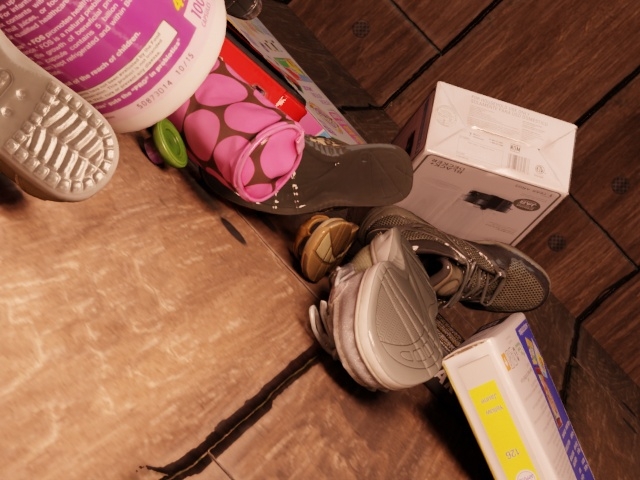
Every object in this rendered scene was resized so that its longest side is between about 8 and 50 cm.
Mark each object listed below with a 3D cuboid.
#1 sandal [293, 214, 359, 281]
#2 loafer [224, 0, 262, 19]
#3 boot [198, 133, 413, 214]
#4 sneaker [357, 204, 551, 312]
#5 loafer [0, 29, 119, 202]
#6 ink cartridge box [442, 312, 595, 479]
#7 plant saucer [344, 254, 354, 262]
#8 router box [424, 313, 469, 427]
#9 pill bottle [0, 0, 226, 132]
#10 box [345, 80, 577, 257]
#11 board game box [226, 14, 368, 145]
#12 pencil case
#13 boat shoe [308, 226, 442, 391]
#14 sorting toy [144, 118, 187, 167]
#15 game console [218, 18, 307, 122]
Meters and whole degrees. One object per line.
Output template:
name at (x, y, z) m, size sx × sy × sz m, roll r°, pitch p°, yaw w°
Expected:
sandal at (0.000, 0.000, 1.961) m, size 0.049 × 0.072 × 0.180 m, roll 32°, pitch 7°, yaw 6°
loafer at (-0.114, -0.299, 2.168) m, size 0.170 × 0.062 × 0.061 m, roll 48°, pitch 2°, yaw 38°
boot at (-0.045, -0.067, 1.969) m, size 0.236 × 0.085 × 0.178 m, roll 2°, pitch -1°, yaw -28°
sneaker at (0.153, 0.044, 2.024) m, size 0.227 × 0.087 × 0.130 m, roll 23°, pitch 22°, yaw -21°
loafer at (-0.252, -0.110, 1.300) m, size 0.251 × 0.094 × 0.087 m, roll 45°, pitch -24°, yaw -4°
ink cartridge box at (0.228, 0.232, 1.918) m, size 0.303 × 0.072 × 0.307 m, roll -11°, pitch 79°, yaw -79°
plant saucer at (0.099, 0.078, 2.216) m, size 0.192 × 0.018 × 0.067 m, roll 48°, pitch 10°, yaw -1°
router box at (0.116, 0.110, 2.063) m, size 0.179 × 0.046 × 0.133 m, roll 46°, pitch 11°, yaw -3°
pill bottle at (-0.230, -0.234, 1.589) m, size 0.301 × 0.169 × 0.169 m, roll 39°, pitch 12°, yaw -40°
box at (0.146, -0.053, 2.086) m, size 0.169 × 0.087 × 0.290 m, roll 16°, pitch -27°, yaw -11°
board game box at (-0.070, -0.211, 2.504) m, size 0.316 × 0.064 × 0.242 m, roll 50°, pitch 10°, yaw 16°
pencil case at (-0.097, -0.122, 1.812) m, size 0.209 × 0.098 × 0.095 m, roll 43°, pitch -31°, yaw 38°
boat shoe at (0.046, 0.075, 1.805) m, size 0.118 × 0.103 × 0.320 m, roll 59°, pitch 12°, yaw -13°
sorting toy at (-0.166, -0.105, 1.758) m, size 0.102 × 0.042 × 0.061 m, roll 55°, pitch 20°, yaw -28°
game console at (-0.191, -0.277, 2.054) m, size 0.386 × 0.060 × 0.342 m, roll 40°, pitch 5°, yaw -33°
